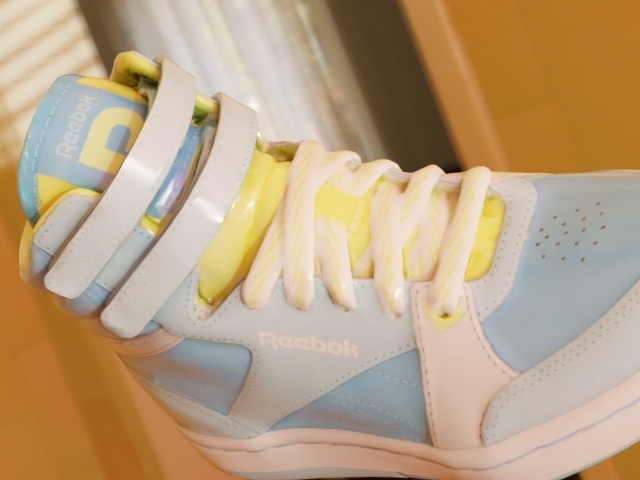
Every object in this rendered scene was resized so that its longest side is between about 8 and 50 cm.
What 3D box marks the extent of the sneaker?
[{"bbox_3d":[0.000,0.000,0.717,0.319,0.208,0.127,-16,42,42],"label":"sneaker"}]
